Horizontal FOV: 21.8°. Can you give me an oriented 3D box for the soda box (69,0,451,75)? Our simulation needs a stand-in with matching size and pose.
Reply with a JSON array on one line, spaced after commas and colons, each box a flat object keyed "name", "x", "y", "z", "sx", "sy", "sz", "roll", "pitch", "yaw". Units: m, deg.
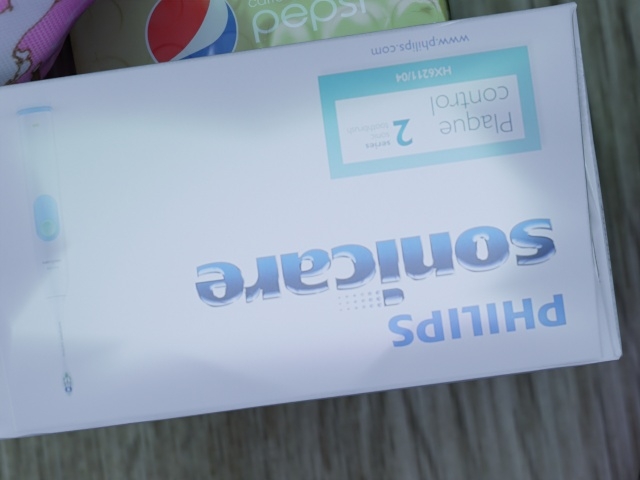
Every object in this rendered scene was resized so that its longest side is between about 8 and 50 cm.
[{"name": "soda box", "x": -0.028, "y": -0.104, "z": 0.811, "sx": 0.181, "sy": 0.058, "sz": 0.061, "roll": -11, "pitch": 88, "yaw": 6}]

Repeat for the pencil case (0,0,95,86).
[{"name": "pencil case", "x": -0.224, "y": -0.034, "z": 0.711, "sx": 0.386, "sy": 0.167, "sz": 0.160, "roll": -51, "pitch": 48, "yaw": 29}]

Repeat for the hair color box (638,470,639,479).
[{"name": "hair color box", "x": 0.200, "y": 0.101, "z": 0.720, "sx": 0.110, "sy": 0.185, "sz": 0.338, "roll": 9, "pitch": 90, "yaw": 6}]

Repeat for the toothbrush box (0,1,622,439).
[{"name": "toothbrush box", "x": 0.000, "y": 0.000, "z": 0.687, "sx": 0.216, "sy": 0.295, "sz": 0.126, "roll": -8, "pitch": 88, "yaw": 6}]
